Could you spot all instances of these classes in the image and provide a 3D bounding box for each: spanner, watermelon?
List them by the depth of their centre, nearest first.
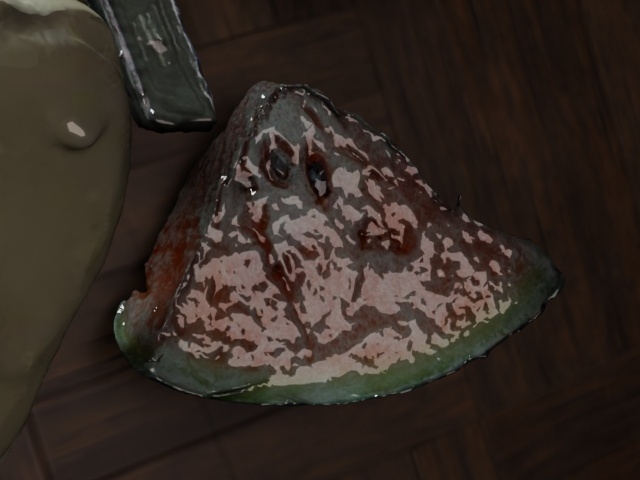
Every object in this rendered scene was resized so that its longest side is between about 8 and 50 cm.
[{"bbox_3d":[-0.109,-0.188,0.549,0.093,0.026,0.325,-19,83,-28],"label":"spanner"},{"bbox_3d":[0.000,0.000,0.602,0.187,0.071,0.139,-10,85,-17],"label":"watermelon"}]

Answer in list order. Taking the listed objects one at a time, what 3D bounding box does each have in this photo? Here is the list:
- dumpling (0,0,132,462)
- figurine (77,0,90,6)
[{"bbox_3d":[-0.240,0.042,0.444,0.395,0.233,0.315,-20,128,-38],"label":"dumpling"},{"bbox_3d":[-0.098,-0.125,0.566,0.051,0.047,0.083,12,65,-37],"label":"figurine"}]
